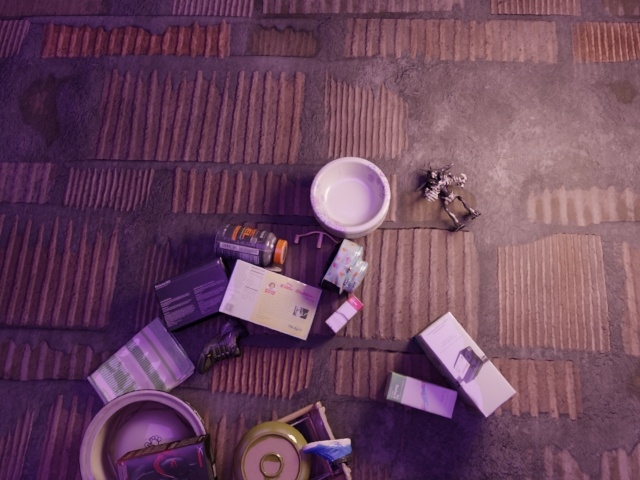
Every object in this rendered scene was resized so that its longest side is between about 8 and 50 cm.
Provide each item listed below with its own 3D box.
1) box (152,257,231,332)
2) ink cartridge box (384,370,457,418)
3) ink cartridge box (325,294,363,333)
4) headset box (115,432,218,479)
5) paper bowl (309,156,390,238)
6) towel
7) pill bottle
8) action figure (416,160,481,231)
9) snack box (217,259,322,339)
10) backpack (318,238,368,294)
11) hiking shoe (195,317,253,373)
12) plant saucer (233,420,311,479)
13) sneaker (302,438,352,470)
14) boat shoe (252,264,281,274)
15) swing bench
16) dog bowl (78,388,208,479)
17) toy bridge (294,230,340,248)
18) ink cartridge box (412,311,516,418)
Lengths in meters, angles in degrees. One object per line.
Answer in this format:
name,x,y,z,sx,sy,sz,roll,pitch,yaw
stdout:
box,-0.440,0.197,1.758,0.261,0.103,0.184,-21,80,-2
ink cartridge box,0.322,0.501,1.603,0.212,0.154,0.093,13,78,7
ink cartridge box,0.084,0.259,1.707,0.135,0.099,0.056,-44,78,-7
headset box,-0.466,0.731,1.469,0.293,0.110,0.218,-11,82,-4
paper bowl,0.107,-0.147,1.778,0.284,0.148,0.284,-1,76,5
towel,-0.636,0.470,1.741,0.325,0.038,0.248,-41,76,-6
pill bottle,-0.246,0.021,1.773,0.245,0.130,0.130,11,78,6
action figure,0.456,-0.177,1.766,0.164,0.141,0.276,-36,78,7
snack box,-0.172,0.207,1.703,0.322,0.060,0.187,22,78,-13
backpack,0.088,0.094,1.707,0.144,0.166,0.188,19,87,8
hiking shoe,-0.339,0.385,1.714,0.114,0.086,0.227,35,80,14
plant saucer,-0.147,0.677,1.485,0.241,0.037,0.241,0,75,0
sneaker,0.022,0.650,1.477,0.152,0.058,0.084,1,62,-17
boat shoe,-0.210,0.111,1.795,0.133,0.049,0.042,6,105,-1
swing bench,-0.063,0.690,1.586,0.254,0.165,0.253,-22,75,-7
dog bowl,-0.553,0.686,1.605,0.408,0.150,0.408,0,81,-1
toy bridge,0.000,0.000,1.813,0.188,0.026,0.063,11,76,5
ink cartridge box,0.451,0.397,1.583,0.129,0.223,0.307,-37,77,-6
